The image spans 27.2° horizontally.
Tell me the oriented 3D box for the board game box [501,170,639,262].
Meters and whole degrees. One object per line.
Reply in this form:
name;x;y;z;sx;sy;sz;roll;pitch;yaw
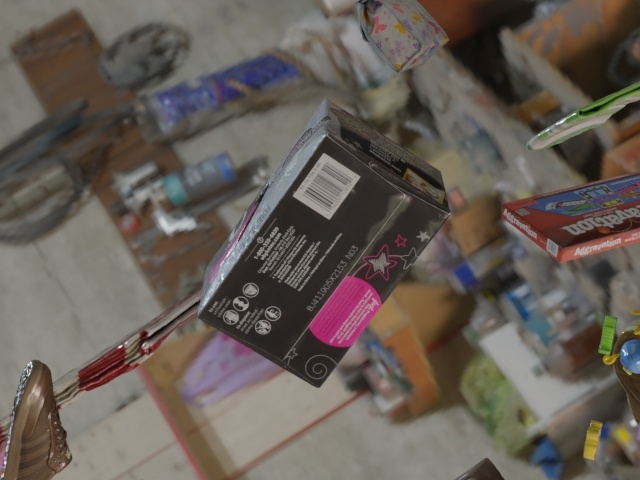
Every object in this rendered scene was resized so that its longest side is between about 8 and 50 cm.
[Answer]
board game box;0.420;-0.041;1.917;0.145;0.281;0.027;45;141;48

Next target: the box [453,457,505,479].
box;0.209;0.450;1.430;0.381;0.191;0.143;55;-167;7

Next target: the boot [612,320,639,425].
boot;0.560;0.169;2.066;0.095;0.203;0.262;24;151;42

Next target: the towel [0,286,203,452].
towel;-0.272;0.159;1.705;0.037;0.329;0.237;56;-151;-3

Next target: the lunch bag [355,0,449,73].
lunch bag;0.077;-0.213;1.323;0.083;0.053;0.071;51;-149;5

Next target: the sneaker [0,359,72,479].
sneaker;-0.300;0.211;1.425;0.066;0.071;0.188;-106;30;-58

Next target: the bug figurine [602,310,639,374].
bug figurine;0.434;0.082;1.460;0.279;0.216;0.072;-26;-83;-65

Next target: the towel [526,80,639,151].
towel;0.311;-0.141;1.522;0.023;0.113;0.152;64;164;3

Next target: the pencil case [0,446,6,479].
pencil case;-0.576;0.301;2.028;0.284;0.124;0.124;45;-174;-47

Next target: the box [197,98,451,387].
box;0.000;0.000;1.421;0.163;0.247;0.142;32;-162;-12

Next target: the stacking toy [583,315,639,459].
stacking toy;0.483;0.233;1.939;0.052;0.167;0.221;-31;-52;-65
